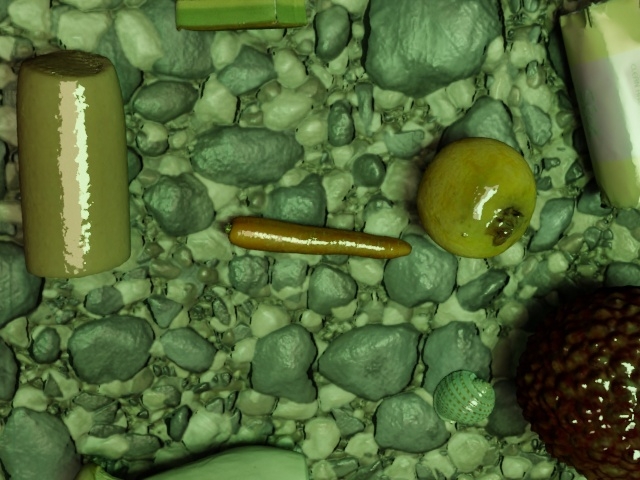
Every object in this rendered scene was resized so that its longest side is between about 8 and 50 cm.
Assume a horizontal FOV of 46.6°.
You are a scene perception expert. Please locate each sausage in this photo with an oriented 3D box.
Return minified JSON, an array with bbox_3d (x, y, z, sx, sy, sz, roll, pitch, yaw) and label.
[{"bbox_3d":[-0.284,-0.091,0.854,0.123,0.123,0.252,-2,103,-7],"label":"sausage"}]

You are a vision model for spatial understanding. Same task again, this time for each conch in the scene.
[{"bbox_3d":[0.199,0.222,1.028,0.076,0.056,0.085,41,94,-1],"label":"conch"}]

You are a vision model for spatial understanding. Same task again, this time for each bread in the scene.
[{"bbox_3d":[-0.096,-0.289,0.892,0.139,0.084,0.074,2,105,23],"label":"bread"}]

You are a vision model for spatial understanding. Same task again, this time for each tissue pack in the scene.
[{"bbox_3d":[0.434,-0.188,0.934,0.215,0.123,0.256,-16,97,-2],"label":"tissue pack"}]

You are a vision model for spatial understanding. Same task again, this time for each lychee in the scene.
[{"bbox_3d":[0.398,0.185,0.936,0.300,0.264,0.264,-9,105,19],"label":"lychee"}]

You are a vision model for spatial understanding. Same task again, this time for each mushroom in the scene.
[{"bbox_3d":[-0.158,0.351,0.973,0.329,0.122,0.159,0,94,-7],"label":"mushroom"}]

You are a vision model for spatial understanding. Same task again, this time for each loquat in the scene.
[{"bbox_3d":[0.193,-0.052,0.920,0.163,0.163,0.137,-47,135,4],"label":"loquat"}]

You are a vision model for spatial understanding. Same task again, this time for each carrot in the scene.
[{"bbox_3d":[0.000,0.000,0.957,0.248,0.043,0.043,6,102,-11],"label":"carrot"}]
